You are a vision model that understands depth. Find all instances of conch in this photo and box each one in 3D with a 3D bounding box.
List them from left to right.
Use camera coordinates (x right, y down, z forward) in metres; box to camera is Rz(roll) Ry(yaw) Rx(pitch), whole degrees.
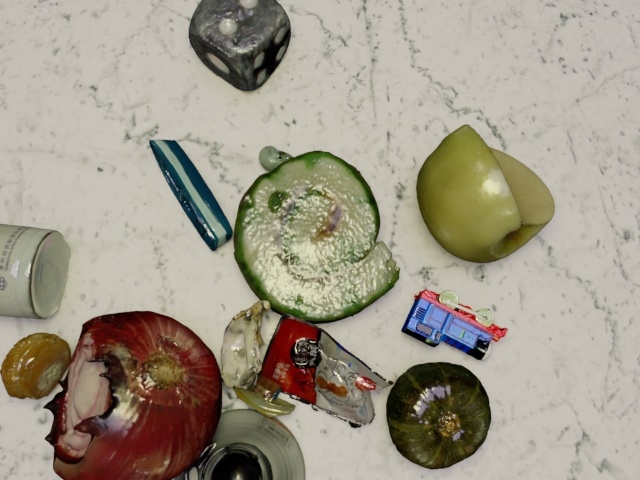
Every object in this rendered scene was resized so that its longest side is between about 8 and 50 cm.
[{"bbox_3d":[-0.103,-0.186,1.311,0.076,0.085,0.057,2,119,-29],"label":"conch"}]

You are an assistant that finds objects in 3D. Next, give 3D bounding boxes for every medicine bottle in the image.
[{"bbox_3d":[-0.718,0.054,1.163,0.331,0.190,0.190,6,78,-2],"label":"medicine bottle"}]

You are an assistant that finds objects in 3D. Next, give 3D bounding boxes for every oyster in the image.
[{"bbox_3d":[-0.143,0.211,1.169,0.081,0.191,0.163,8,34,-34],"label":"oyster"}]

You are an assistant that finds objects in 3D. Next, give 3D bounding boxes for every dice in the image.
[{"bbox_3d":[-0.184,-0.473,1.308,0.181,0.182,0.183,35,79,3],"label":"dice"}]

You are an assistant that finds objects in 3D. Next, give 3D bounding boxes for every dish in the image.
[{"bbox_3d":[-0.165,0.475,1.123,0.273,0.134,0.274,1,72,-2],"label":"dish"}]

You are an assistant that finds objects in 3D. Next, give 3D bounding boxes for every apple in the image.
[{"bbox_3d":[0.332,-0.087,1.220,0.233,0.295,0.258,-48,61,25],"label":"apple"}]

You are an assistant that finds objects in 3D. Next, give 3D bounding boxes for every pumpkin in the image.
[{"bbox_3d":[0.241,0.357,1.169,0.223,0.157,0.224,-1,96,-6],"label":"pumpkin"}]

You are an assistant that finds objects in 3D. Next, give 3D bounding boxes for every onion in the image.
[{"bbox_3d":[-0.339,0.295,1.077,0.340,0.341,0.342,1,78,-3],"label":"onion"}]

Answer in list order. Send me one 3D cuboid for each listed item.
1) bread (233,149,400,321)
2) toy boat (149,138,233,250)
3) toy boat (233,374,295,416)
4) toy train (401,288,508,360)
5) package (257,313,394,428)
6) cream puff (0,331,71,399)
[{"bbox_3d":[0.000,0.000,1.244,0.381,0.129,0.367,24,78,2],"label":"bread"},{"bbox_3d":[-0.294,-0.116,1.274,0.061,0.096,0.299,-30,79,-19],"label":"toy boat"},{"bbox_3d":[-0.131,0.320,1.201,0.172,0.065,0.066,26,87,14],"label":"toy boat"},{"bbox_3d":[0.292,0.189,1.244,0.203,0.083,0.131,27,78,5],"label":"toy train"},{"bbox_3d":[0.011,0.281,1.188,0.269,0.071,0.194,26,107,10],"label":"package"},{"bbox_3d":[-0.591,0.255,1.163,0.103,0.126,0.144,17,68,17],"label":"cream puff"}]
